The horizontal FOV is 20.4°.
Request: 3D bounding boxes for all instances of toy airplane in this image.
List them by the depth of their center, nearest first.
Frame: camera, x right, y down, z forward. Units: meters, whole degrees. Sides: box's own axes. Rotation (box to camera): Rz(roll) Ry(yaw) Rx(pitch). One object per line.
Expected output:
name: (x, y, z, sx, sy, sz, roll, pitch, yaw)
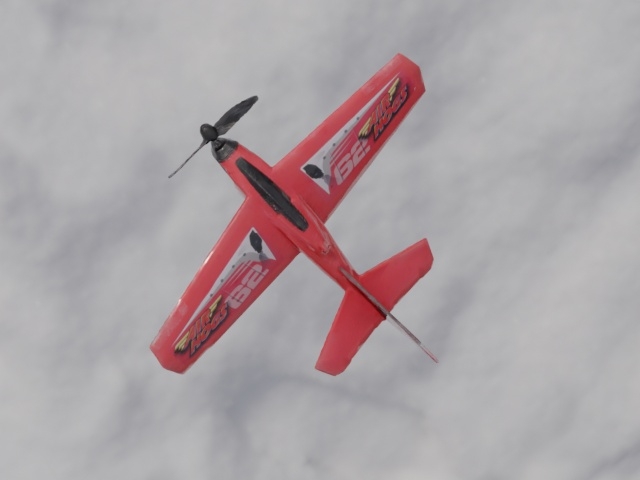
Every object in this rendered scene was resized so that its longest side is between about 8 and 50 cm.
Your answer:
toy airplane: (0.000, 0.000, 0.688, 0.151, 0.028, 0.151, -12, 114, -29)
